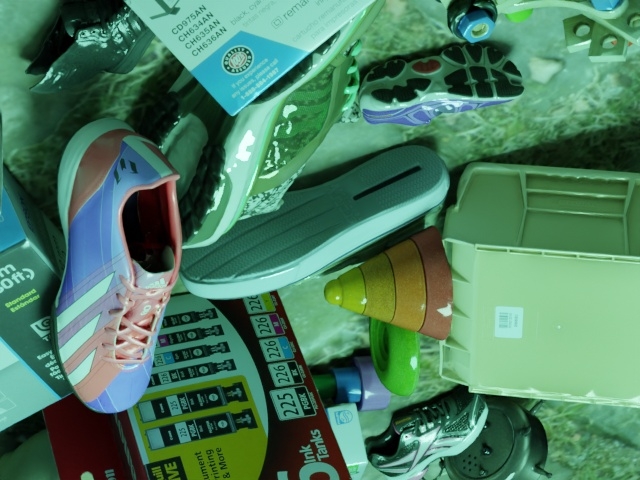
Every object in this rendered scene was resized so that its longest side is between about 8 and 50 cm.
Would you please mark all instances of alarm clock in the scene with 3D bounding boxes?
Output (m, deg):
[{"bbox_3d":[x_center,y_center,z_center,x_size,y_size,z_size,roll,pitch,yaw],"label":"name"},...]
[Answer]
[{"bbox_3d":[0.201,0.268,2.223,0.192,0.129,0.064,-24,144,34],"label":"alarm clock"}]

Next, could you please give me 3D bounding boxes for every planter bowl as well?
[{"bbox_3d":[-0.301,0.283,1.991,0.109,0.162,0.162,-5,144,19],"label":"planter bowl"}]

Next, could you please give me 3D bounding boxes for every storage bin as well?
[{"bbox_3d":[0.267,0.053,1.956,0.260,0.123,0.262,5,139,7],"label":"storage bin"}]

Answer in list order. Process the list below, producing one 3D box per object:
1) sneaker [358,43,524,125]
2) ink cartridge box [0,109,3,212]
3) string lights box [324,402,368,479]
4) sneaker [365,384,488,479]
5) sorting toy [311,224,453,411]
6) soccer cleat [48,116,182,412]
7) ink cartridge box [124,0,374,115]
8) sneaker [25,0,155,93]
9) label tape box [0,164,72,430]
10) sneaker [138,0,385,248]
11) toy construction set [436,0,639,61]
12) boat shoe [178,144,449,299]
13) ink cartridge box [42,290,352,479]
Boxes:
[{"bbox_3d":[0.120,-0.151,1.783,0.170,0.068,0.071,-6,153,-7],"label":"sneaker"},{"bbox_3d":[-0.427,-0.009,1.471,0.226,0.131,0.306,21,129,-28],"label":"ink cartridge box"},{"bbox_3d":[-0.083,0.260,2.063,0.260,0.076,0.133,-11,163,-6],"label":"string lights box"},{"bbox_3d":[0.130,0.237,2.197,0.077,0.072,0.178,34,109,-34],"label":"sneaker"},{"bbox_3d":[0.042,0.104,1.942,0.126,0.127,0.365,-4,155,-14],"label":"sorting toy"},{"bbox_3d":[-0.184,0.045,1.664,0.109,0.116,0.318,-21,128,-37],"label":"soccer cleat"},{"bbox_3d":[-0.083,-0.258,1.411,0.171,0.168,0.232,-38,109,15],"label":"ink cartridge box"},{"bbox_3d":[-0.193,-0.197,1.580,0.089,0.051,0.170,5,136,-36],"label":"sneaker"},{"bbox_3d":[-0.374,0.053,1.722,0.249,0.115,0.347,-27,141,5],"label":"label tape box"},{"bbox_3d":[-0.023,-0.161,1.660,0.182,0.158,0.410,-6,144,-46],"label":"sneaker"},{"bbox_3d":[0.185,-0.288,1.598,0.215,0.151,0.327,-30,129,7],"label":"toy construction set"},{"bbox_3d":[0.000,0.000,1.846,0.302,0.109,0.094,-21,142,-7],"label":"boat shoe"},{"bbox_3d":[-0.137,0.213,1.854,0.272,0.309,0.130,-10,138,-16],"label":"ink cartridge box"}]
